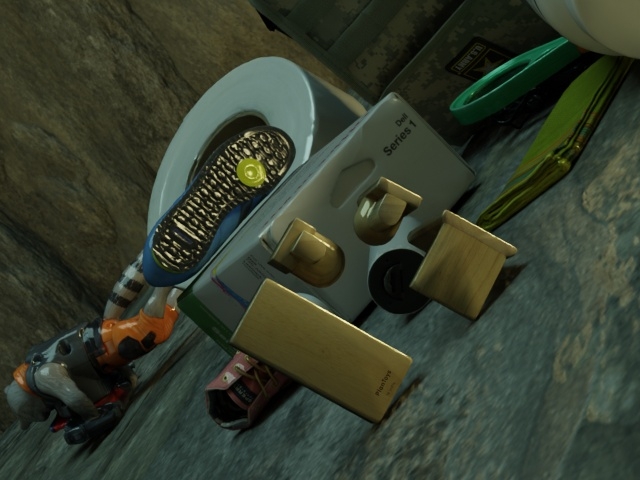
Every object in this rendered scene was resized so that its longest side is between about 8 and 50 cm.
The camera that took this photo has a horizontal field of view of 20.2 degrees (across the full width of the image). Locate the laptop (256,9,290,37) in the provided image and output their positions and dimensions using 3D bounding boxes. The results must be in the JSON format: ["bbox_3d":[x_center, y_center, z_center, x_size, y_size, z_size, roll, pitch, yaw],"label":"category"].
[{"bbox_3d":[0.099,-0.395,1.975,0.382,0.408,0.236,-42,-17,32],"label":"laptop"}]

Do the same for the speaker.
[{"bbox_3d":[0.065,0.019,1.453,0.055,0.055,0.136,-45,6,10],"label":"speaker"}]

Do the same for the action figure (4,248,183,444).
[{"bbox_3d":[-0.311,0.148,2.570,0.330,0.178,0.341,-36,9,1],"label":"action figure"}]

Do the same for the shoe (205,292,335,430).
[{"bbox_3d":[-0.045,0.111,1.568,0.081,0.063,0.178,-51,3,-31],"label":"shoe"}]

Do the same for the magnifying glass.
[{"bbox_3d":[0.213,-0.168,1.617,0.231,0.026,0.092,-27,13,31],"label":"magnifying glass"}]

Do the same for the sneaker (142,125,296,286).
[{"bbox_3d":[-0.107,-0.034,1.798,0.209,0.069,0.082,-49,0,-26],"label":"sneaker"}]

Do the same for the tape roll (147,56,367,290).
[{"bbox_3d":[-0.069,-0.060,2.009,0.286,0.100,0.286,-30,47,38],"label":"tape roll"}]

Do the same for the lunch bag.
[{"bbox_3d":[0.115,-0.249,1.799,0.235,0.287,0.169,-46,6,35],"label":"lunch bag"}]

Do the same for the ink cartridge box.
[{"bbox_3d":[0.000,0.000,1.702,0.201,0.117,0.278,-48,6,-24],"label":"ink cartridge box"}]

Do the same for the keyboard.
[{"bbox_3d":[0.200,-0.137,1.683,0.100,0.038,0.192,-42,12,-31],"label":"keyboard"}]

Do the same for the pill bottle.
[{"bbox_3d":[0.232,-0.237,1.439,0.162,0.162,0.278,-45,17,8],"label":"pill bottle"}]

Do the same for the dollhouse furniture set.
[{"bbox_3d":[0.028,0.043,1.266,0.151,0.144,0.123,-62,4,-10],"label":"dollhouse furniture set"}]

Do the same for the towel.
[{"bbox_3d":[0.198,-0.095,1.470,0.102,0.021,0.237,-39,9,40],"label":"towel"}]
